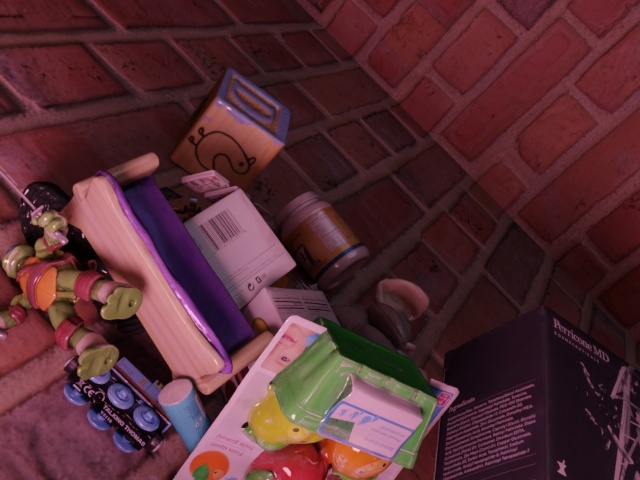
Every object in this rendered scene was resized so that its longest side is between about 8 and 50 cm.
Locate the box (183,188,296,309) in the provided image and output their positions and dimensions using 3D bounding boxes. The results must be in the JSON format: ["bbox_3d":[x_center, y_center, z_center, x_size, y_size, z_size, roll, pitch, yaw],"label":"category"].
[{"bbox_3d":[-0.177,0.036,1.341,0.181,0.119,0.182,-38,93,-39],"label":"box"}]

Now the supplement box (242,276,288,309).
[{"bbox_3d":[-0.178,0.063,1.468,0.233,0.078,0.080,32,30,-20],"label":"supplement box"}]

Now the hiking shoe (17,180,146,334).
[{"bbox_3d":[-0.377,0.023,1.249,0.304,0.113,0.132,51,19,-7],"label":"hiking shoe"}]

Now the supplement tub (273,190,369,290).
[{"bbox_3d":[0.000,0.000,1.716,0.199,0.144,0.144,51,29,14],"label":"supplement tub"}]

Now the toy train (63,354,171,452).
[{"bbox_3d":[-0.292,0.229,1.094,0.184,0.080,0.105,44,20,-1],"label":"toy train"}]

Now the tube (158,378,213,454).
[{"bbox_3d":[-0.174,0.297,1.105,0.080,0.052,0.207,-72,147,-55],"label":"tube"}]

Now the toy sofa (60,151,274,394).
[{"bbox_3d":[-0.224,0.048,1.135,0.150,0.177,0.362,-33,90,-42],"label":"toy sofa"}]

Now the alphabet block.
[{"bbox_3d":[-0.204,-0.246,1.729,0.192,0.197,0.193,34,29,-17],"label":"alphabet block"}]

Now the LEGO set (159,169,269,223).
[{"bbox_3d":[-0.245,-0.084,1.448,0.182,0.244,0.060,36,51,-51],"label":"LEGO set"}]

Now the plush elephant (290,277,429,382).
[{"bbox_3d":[0.099,0.211,1.418,0.255,0.272,0.330,6,43,-44],"label":"plush elephant"}]

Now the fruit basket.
[{"bbox_3d":[-0.005,0.305,1.075,0.327,0.353,0.165,29,8,-27],"label":"fruit basket"}]

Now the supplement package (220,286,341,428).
[{"bbox_3d":[-0.060,0.218,1.282,0.149,0.194,0.203,9,43,-46],"label":"supplement package"}]

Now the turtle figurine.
[{"bbox_3d":[-0.398,0.064,1.021,0.266,0.274,0.197,27,63,26],"label":"turtle figurine"}]

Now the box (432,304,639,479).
[{"bbox_3d":[0.483,0.469,1.436,0.480,0.297,0.471,32,44,-20],"label":"box"}]
